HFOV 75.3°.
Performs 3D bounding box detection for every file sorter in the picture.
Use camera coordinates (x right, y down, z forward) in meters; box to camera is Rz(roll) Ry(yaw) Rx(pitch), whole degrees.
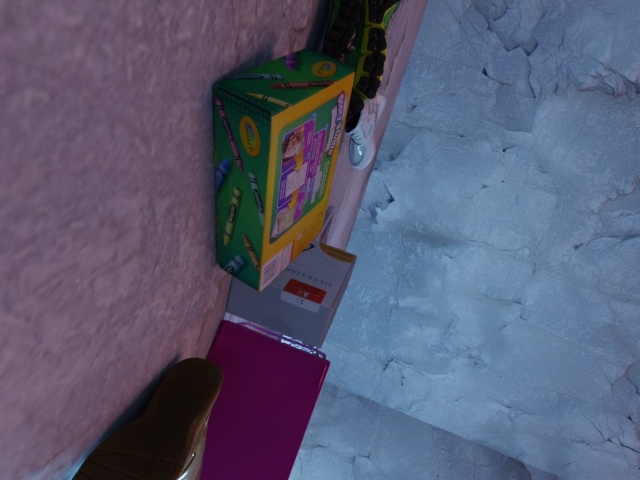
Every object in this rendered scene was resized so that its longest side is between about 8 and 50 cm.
[{"bbox_3d":[-0.123,0.319,0.776,0.182,0.202,0.291,72,38,-80],"label":"file sorter"}]

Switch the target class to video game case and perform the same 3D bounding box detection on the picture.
[{"bbox_3d":[0.000,0.000,1.516,0.183,0.023,0.201,-61,169,-50],"label":"video game case"}]

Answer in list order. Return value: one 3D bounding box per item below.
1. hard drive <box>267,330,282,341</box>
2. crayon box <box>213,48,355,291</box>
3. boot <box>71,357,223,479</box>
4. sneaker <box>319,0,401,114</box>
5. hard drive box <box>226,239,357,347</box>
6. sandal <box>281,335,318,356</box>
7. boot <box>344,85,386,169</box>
[{"bbox_3d":[-0.191,0.444,1.229,0.210,0.040,0.319,-58,166,-58],"label":"hard drive"},{"bbox_3d":[-0.053,-0.083,0.548,0.165,0.081,0.278,-45,157,-42],"label":"crayon box"},{"bbox_3d":[-0.212,0.299,0.510,0.262,0.095,0.203,-65,173,-64],"label":"boot"},{"bbox_3d":[0.065,-0.386,0.680,0.146,0.134,0.344,-98,-154,-71],"label":"sneaker"},{"bbox_3d":[-0.044,0.079,0.798,0.232,0.181,0.089,-56,164,-65],"label":"hard drive box"},{"bbox_3d":[-0.077,0.339,1.376,0.107,0.167,0.446,-90,-167,-55],"label":"sandal"},{"bbox_3d":[0.104,-0.316,1.195,0.123,0.095,0.258,-27,139,-42],"label":"boot"}]
